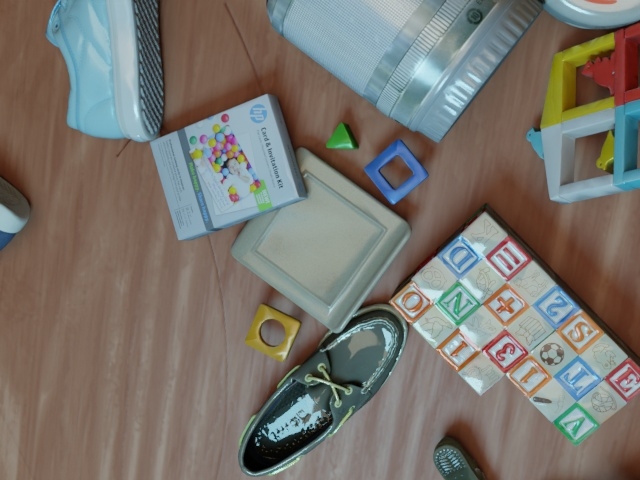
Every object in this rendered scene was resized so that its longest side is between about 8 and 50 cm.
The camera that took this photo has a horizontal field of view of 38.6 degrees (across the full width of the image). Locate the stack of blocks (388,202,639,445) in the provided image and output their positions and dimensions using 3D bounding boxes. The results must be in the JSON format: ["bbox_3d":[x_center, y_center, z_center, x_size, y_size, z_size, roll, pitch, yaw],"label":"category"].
[{"bbox_3d":[0.255,0.119,1.181,0.297,0.087,0.171,45,105,1],"label":"stack of blocks"}]

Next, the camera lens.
[{"bbox_3d":[0.091,-0.275,1.077,0.274,0.219,0.219,38,105,3],"label":"camera lens"}]

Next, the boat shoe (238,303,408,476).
[{"bbox_3d":[0.002,0.210,1.247,0.109,0.091,0.305,44,105,1],"label":"boat shoe"}]

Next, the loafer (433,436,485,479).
[{"bbox_3d":[0.199,0.327,1.250,0.056,0.050,0.148,-18,111,17],"label":"loafer"}]

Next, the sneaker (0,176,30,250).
[{"bbox_3d":[-0.588,-0.096,1.294,0.350,0.131,0.148,42,101,2],"label":"sneaker"}]

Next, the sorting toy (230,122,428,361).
[{"bbox_3d":[0.000,0.000,1.235,0.196,0.047,0.347,37,102,10],"label":"sorting toy"}]

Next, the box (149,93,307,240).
[{"bbox_3d":[-0.125,-0.095,1.228,0.186,0.038,0.145,-18,85,18],"label":"box"}]

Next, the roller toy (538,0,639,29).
[{"bbox_3d":[0.333,-0.339,1.055,0.209,0.146,0.191,43,105,1],"label":"roller toy"}]

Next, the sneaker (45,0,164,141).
[{"bbox_3d":[-0.297,-0.312,1.197,0.150,0.135,0.365,1,99,8],"label":"sneaker"}]

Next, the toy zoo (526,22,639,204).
[{"bbox_3d":[0.353,-0.152,1.047,0.293,0.030,0.192,-12,69,52],"label":"toy zoo"}]
